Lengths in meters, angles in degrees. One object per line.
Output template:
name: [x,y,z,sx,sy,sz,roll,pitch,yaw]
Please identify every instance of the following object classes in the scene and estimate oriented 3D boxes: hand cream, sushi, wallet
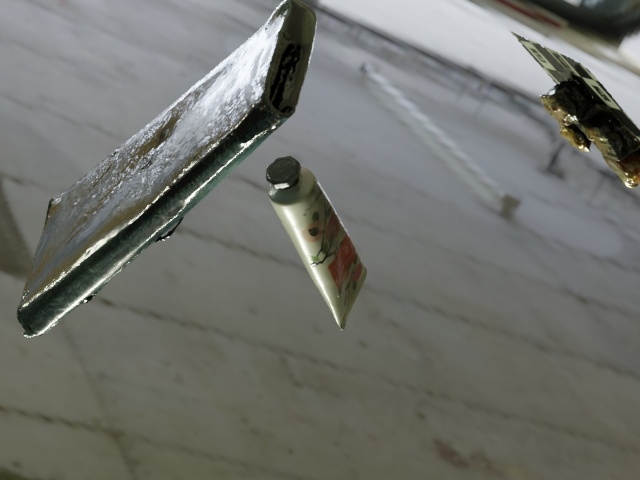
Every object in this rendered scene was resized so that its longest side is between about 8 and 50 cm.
hand cream: [0.000,0.000,1.608,0.050,0.080,0.234,8,148,30]
sushi: [0.270,-0.106,1.521,0.210,0.040,0.193,45,-178,-22]
wallet: [-0.146,-0.067,1.440,0.046,0.379,0.191,37,-145,-24]
